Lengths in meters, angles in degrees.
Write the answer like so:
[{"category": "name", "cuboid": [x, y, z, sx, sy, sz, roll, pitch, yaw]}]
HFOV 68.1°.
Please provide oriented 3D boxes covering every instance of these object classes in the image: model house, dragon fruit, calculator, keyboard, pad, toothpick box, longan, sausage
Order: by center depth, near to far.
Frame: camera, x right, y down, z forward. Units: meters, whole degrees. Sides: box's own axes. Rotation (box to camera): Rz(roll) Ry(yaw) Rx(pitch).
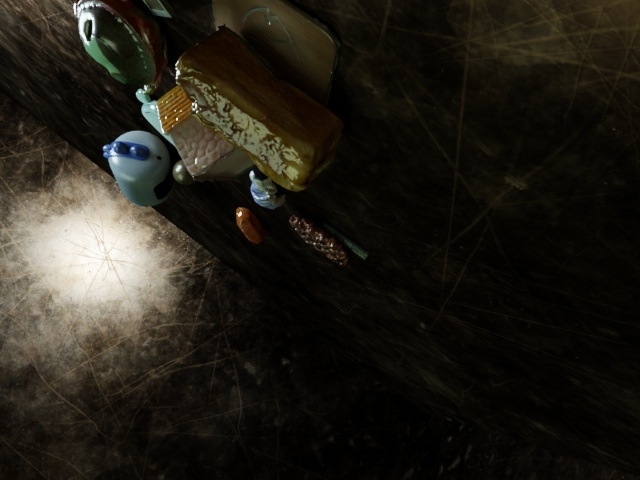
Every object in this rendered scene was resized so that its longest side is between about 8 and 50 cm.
[{"category": "pad", "cuboid": [-0.097, -0.377, 0.933, 0.286, 0.018, 0.284, 35, 162, 4]}, {"category": "model house", "cuboid": [-0.248, -0.295, 1.186, 0.238, 0.202, 0.237, 59, -161, 3]}, {"category": "dragon fruit", "cuboid": [-0.505, -0.510, 1.208, 0.268, 0.130, 0.295, 41, 162, -28]}, {"category": "keyboard", "cuboid": [0.081, 0.003, 1.543, 0.176, 0.014, 0.055, 35, 165, 7]}, {"category": "calculator", "cuboid": [-0.527, -0.398, 1.639, 0.184, 0.042, 0.295, 14, 152, 50]}, {"category": "longan", "cuboid": [-0.524, -0.271, 1.873, 0.119, 0.106, 0.106, -4, 158, -2]}, {"category": "toothpick box", "cuboid": [-0.744, -0.305, 1.945, 0.263, 0.263, 0.355, 38, 161, -2]}, {"category": "sausage", "cuboid": [-0.288, -0.059, 1.954, 0.089, 0.089, 0.179, 16, 148, 48]}]

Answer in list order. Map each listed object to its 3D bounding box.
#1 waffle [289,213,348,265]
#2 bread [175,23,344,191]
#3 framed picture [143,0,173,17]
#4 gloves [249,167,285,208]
[{"category": "waffle", "cuboid": [0.000, 0.000, 1.599, 0.234, 0.055, 0.221, 34, 170, 31]}, {"category": "bread", "cuboid": [-0.122, -0.256, 0.953, 0.344, 0.195, 0.149, 39, 142, -3]}, {"category": "framed picture", "cuboid": [-0.406, -0.579, 0.930, 0.296, 0.019, 0.232, 52, 174, -37]}, {"category": "gloves", "cuboid": [-0.175, -0.161, 1.513, 0.119, 0.097, 0.229, 62, 179, 27]}]
